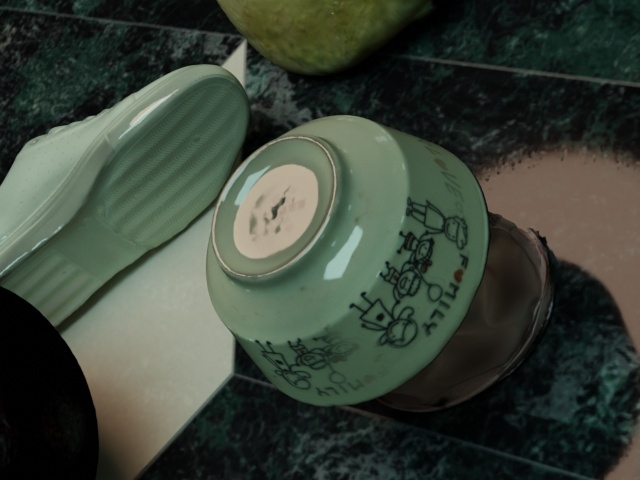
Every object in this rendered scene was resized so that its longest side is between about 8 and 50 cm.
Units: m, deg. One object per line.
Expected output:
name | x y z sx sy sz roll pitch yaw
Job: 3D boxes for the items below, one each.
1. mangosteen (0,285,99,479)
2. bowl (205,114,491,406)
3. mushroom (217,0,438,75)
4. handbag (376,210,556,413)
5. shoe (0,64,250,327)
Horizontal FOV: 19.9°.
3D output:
mangosteen | -0.361 0.233 1.616 0.382 0.382 0.435 -21 93 28
bowl | 0.000 0.000 1.428 0.237 0.126 0.238 -21 53 31
mushroom | 0.013 -0.302 1.706 0.292 0.212 0.217 -35 41 9
handbag | 0.081 0.050 1.502 0.205 0.116 0.179 -34 49 19
shoe | -0.221 -0.065 1.801 0.363 0.132 0.160 -43 42 16
